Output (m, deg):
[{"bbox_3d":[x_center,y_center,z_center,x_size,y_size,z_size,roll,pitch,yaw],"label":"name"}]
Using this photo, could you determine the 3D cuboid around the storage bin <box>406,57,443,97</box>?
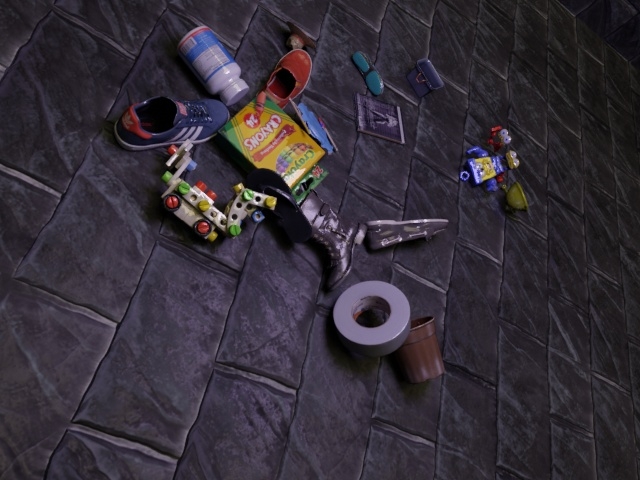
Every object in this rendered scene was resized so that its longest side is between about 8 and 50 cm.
[{"bbox_3d":[0.411,-0.645,2.203,0.098,0.091,0.135,-29,86,-38],"label":"storage bin"}]

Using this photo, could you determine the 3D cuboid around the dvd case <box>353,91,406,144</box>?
[{"bbox_3d":[0.221,-0.454,2.041,0.221,0.018,0.165,10,63,-29],"label":"dvd case"}]

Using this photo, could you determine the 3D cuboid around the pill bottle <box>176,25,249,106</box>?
[{"bbox_3d":[-0.319,-0.520,1.650,0.221,0.124,0.124,52,52,-4],"label":"pill bottle"}]

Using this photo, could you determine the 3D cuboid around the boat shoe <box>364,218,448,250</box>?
[{"bbox_3d":[0.291,-0.022,1.848,0.335,0.112,0.096,-3,89,-28],"label":"boat shoe"}]

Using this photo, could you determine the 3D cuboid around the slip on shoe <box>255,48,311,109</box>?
[{"bbox_3d":[-0.108,-0.534,1.809,0.123,0.101,0.331,38,52,-11],"label":"slip on shoe"}]

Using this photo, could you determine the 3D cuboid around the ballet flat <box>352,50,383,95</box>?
[{"bbox_3d":[0.193,-0.637,2.078,0.070,0.070,0.188,-28,90,-38],"label":"ballet flat"}]

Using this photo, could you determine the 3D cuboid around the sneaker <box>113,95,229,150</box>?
[{"bbox_3d":[-0.385,-0.342,1.512,0.350,0.148,0.131,-27,86,-38],"label":"sneaker"}]

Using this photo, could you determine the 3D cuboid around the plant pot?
[{"bbox_3d":[0.290,0.334,1.656,0.167,0.167,0.165,-17,88,-37],"label":"plant pot"}]

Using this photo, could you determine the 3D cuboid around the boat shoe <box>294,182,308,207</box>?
[{"bbox_3d":[-0.058,-0.139,1.704,0.048,0.042,0.133,-13,78,-39],"label":"boat shoe"}]

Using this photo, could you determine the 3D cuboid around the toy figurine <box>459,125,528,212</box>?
[{"bbox_3d":[0.664,-0.254,2.200,0.217,0.191,0.363,-16,85,-6],"label":"toy figurine"}]

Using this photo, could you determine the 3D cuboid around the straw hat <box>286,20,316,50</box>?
[{"bbox_3d":[-0.086,-0.694,1.912,0.144,0.144,0.061,41,94,-11],"label":"straw hat"}]

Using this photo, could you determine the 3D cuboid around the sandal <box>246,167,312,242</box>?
[{"bbox_3d":[-0.111,-0.105,1.561,0.254,0.097,0.054,50,10,-7],"label":"sandal"}]

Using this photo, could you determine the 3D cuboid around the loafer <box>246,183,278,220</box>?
[{"bbox_3d":[-0.161,-0.116,1.616,0.148,0.056,0.050,40,47,-12],"label":"loafer"}]

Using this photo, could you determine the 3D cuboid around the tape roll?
[{"bbox_3d":[0.150,0.224,1.579,0.219,0.072,0.219,-7,48,7],"label":"tape roll"}]

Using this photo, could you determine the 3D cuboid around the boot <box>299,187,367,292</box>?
[{"bbox_3d":[0.000,0.000,1.650,0.229,0.091,0.263,27,70,-10],"label":"boot"}]

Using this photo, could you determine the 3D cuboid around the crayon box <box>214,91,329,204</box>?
[{"bbox_3d":[-0.132,-0.265,1.647,0.318,0.081,0.202,43,67,-6],"label":"crayon box"}]

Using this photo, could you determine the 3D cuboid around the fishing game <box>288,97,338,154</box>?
[{"bbox_3d":[-0.021,-0.355,1.758,0.189,0.041,0.264,61,17,9],"label":"fishing game"}]

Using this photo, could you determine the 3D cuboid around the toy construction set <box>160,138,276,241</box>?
[{"bbox_3d":[-0.301,-0.126,1.469,0.327,0.151,0.215,39,78,-3],"label":"toy construction set"}]
